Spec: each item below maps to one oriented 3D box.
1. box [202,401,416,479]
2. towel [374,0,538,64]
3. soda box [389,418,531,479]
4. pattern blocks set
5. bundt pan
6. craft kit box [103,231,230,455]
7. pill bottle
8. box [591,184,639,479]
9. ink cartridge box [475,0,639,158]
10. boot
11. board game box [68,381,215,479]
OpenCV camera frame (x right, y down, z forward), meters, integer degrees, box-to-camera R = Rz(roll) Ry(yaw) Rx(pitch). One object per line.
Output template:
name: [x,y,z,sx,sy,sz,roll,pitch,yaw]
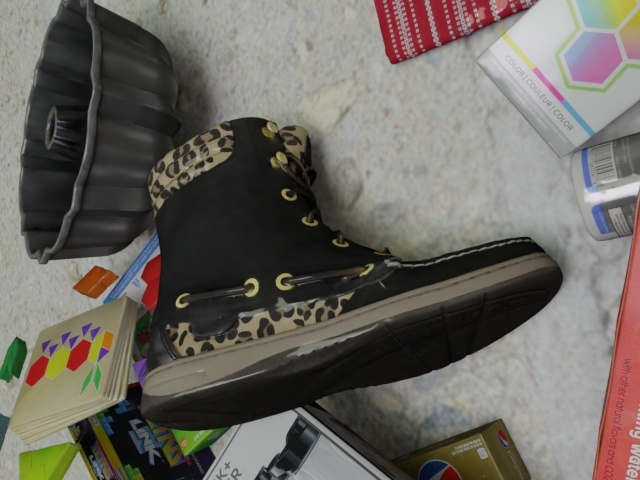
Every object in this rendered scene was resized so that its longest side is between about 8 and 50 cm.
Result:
box: [0.017,0.270,0.528,0.290,0.087,0.169,28,83,43]
towel: [0.162,-0.302,0.554,0.275,0.031,0.198,-14,85,35]
soda box: [0.104,0.238,0.592,0.181,0.058,0.061,-34,72,31]
pattern blocks set: [-0.293,0.151,0.734,0.325,0.026,0.285,-14,50,31]
bundt pan: [-0.279,-0.131,0.768,0.331,0.124,0.330,-10,77,51]
craft kit box: [-0.146,0.098,0.761,0.250,0.061,0.246,-46,65,27]
pill bottle: [0.270,-0.051,0.458,0.137,0.078,0.078,-15,83,34]
box: [0.265,0.074,0.375,0.154,0.142,0.299,9,113,28]
ink cartridge box: [0.237,-0.174,0.467,0.209,0.062,0.109,-41,91,28]
boot: [0.000,0.000,0.588,0.378,0.138,0.284,-20,56,6]
board game box: [-0.218,0.262,0.761,0.048,0.141,0.170,-49,66,26]
